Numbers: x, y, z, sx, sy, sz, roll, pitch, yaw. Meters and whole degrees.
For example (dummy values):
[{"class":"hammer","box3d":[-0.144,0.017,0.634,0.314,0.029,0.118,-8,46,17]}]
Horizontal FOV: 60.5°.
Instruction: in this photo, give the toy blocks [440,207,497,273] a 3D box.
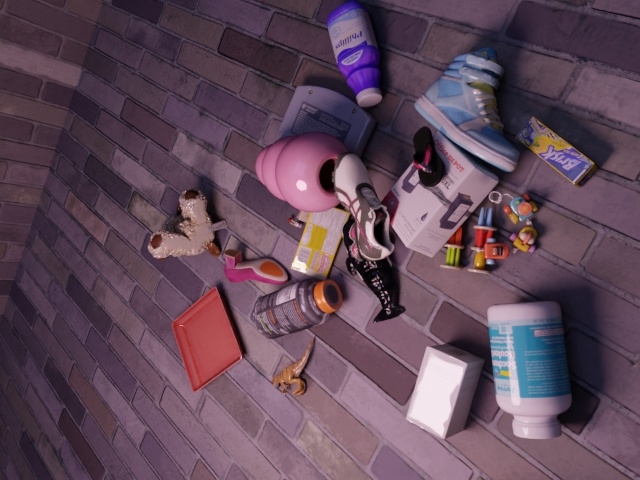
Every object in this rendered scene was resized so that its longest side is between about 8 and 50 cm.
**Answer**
[{"class":"toy blocks","box3d":[0.343,-0.004,1.269,0.123,0.054,0.148,8,90,38]}]

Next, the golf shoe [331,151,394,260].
[{"class":"golf shoe","box3d":[0.113,-0.086,1.312,0.120,0.105,0.273,-9,98,59]}]

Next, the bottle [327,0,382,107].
[{"class":"bottle","box3d":[0.100,-0.499,1.481,0.118,0.092,0.283,-21,73,31]}]

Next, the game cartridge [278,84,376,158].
[{"class":"game cartridge","box3d":[0.017,-0.323,1.555,0.297,0.062,0.198,35,102,35]}]

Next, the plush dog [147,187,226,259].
[{"class":"plush dog","box3d":[-0.456,-0.026,1.841,0.225,0.210,0.262,8,62,52]}]

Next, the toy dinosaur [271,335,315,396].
[{"class":"toy dinosaur","box3d":[-0.075,0.375,1.550,0.211,0.064,0.112,-44,60,26]}]

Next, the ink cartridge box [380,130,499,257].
[{"class":"ink cartridge box","box3d":[0.268,-0.109,1.280,0.237,0.100,0.172,-53,39,22]}]

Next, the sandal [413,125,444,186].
[{"class":"sandal","box3d":[0.233,-0.192,1.244,0.067,0.040,0.179,-38,44,35]}]

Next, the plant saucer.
[{"class":"plant saucer","box3d":[-0.361,0.323,1.788,0.259,0.047,0.258,-38,64,28]}]

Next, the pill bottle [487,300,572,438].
[{"class":"pill bottle","box3d":[0.427,0.259,1.119,0.146,0.146,0.264,-10,79,37]}]

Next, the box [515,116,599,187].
[{"class":"box","box3d":[0.501,-0.187,1.165,0.059,0.054,0.169,-53,58,22]}]

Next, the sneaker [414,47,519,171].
[{"class":"sneaker","box3d":[0.363,-0.307,1.222,0.208,0.127,0.319,-55,50,20]}]

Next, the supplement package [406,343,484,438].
[{"class":"supplement package","box3d":[0.284,0.339,1.249,0.105,0.105,0.179,19,96,37]}]

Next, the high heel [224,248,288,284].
[{"class":"high heel","box3d":[-0.198,0.113,1.681,0.244,0.082,0.117,16,128,24]}]

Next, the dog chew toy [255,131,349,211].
[{"class":"dog chew toy","box3d":[-0.061,-0.190,1.464,0.332,0.206,0.207,19,98,53]}]

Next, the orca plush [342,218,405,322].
[{"class":"orca plush","box3d":[0.110,0.070,1.411,0.151,0.102,0.287,-19,74,35]}]

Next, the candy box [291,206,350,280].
[{"class":"candy box","box3d":[0.000,0.000,1.521,0.105,0.027,0.206,21,100,1]}]

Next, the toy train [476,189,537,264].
[{"class":"toy train","box3d":[0.410,-0.028,1.192,0.125,0.046,0.166,6,87,6]}]

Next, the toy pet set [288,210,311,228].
[{"class":"toy pet set","box3d":[-0.033,-0.086,1.580,0.122,0.065,0.114,-66,19,9]}]

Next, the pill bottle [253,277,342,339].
[{"class":"pill bottle","box3d":[-0.059,0.183,1.514,0.245,0.130,0.130,-23,72,34]}]
